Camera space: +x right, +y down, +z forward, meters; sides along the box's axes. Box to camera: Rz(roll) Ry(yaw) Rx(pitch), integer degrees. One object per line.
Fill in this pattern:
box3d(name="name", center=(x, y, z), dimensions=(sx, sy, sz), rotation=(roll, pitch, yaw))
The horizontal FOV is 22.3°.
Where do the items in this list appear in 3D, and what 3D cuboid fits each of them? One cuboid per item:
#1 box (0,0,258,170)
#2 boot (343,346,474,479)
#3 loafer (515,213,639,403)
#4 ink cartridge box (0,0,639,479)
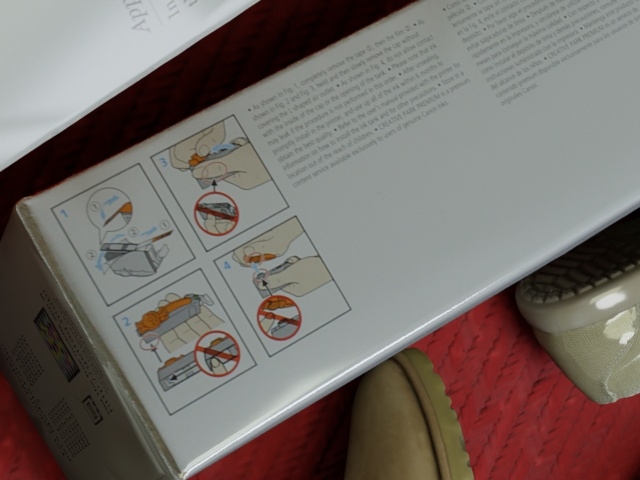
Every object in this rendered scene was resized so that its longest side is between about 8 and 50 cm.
box3d(name="box", center=(-0.140, -0.151, 0.624), dimensions=(0.345, 0.215, 0.168), rotation=(-35, 120, -15))
box3d(name="boot", center=(-0.049, 0.181, 0.845), dimensions=(0.269, 0.089, 0.236), rotation=(-6, 70, -13))
box3d(name="loafer", center=(0.243, 0.017, 0.985), dimensions=(0.268, 0.102, 0.092), rotation=(-21, 113, -13))
box3d(name="ink cartridge box", center=(0.000, 0.000, 0.784), dimensions=(0.309, 0.272, 0.130), rotation=(-29, 86, -22))
